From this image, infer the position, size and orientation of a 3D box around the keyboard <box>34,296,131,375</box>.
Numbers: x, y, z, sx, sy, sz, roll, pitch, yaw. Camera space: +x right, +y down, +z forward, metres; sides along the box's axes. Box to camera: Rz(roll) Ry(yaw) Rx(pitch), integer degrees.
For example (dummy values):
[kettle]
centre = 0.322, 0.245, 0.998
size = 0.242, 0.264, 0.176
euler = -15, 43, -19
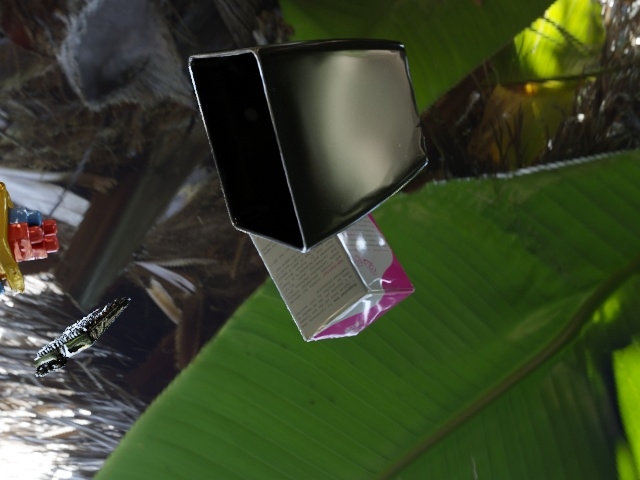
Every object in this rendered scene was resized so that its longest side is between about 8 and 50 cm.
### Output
[keyboard]
centre = -0.304, 0.122, 1.113
size = 0.023, 0.180, 0.108
euler = 46, -128, -13

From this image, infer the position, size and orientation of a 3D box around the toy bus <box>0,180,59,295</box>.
[toy bus]
centre = -0.494, 0.025, 1.333
size = 0.211, 0.149, 0.220
euler = -4, -122, -11

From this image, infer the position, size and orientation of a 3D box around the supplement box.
[supplement box]
centre = 0.000, 0.000, 1.109
size = 0.114, 0.111, 0.220
euler = -41, -114, 27

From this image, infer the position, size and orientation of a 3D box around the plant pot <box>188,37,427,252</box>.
[plant pot]
centre = -0.005, -0.115, 0.901
size = 0.167, 0.187, 0.188
euler = -22, -73, -23
